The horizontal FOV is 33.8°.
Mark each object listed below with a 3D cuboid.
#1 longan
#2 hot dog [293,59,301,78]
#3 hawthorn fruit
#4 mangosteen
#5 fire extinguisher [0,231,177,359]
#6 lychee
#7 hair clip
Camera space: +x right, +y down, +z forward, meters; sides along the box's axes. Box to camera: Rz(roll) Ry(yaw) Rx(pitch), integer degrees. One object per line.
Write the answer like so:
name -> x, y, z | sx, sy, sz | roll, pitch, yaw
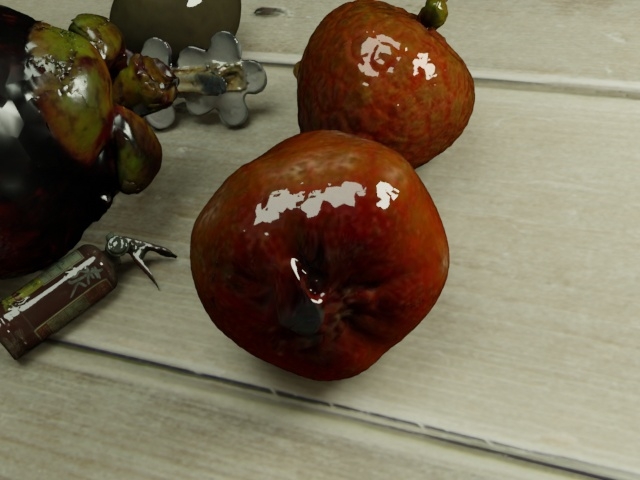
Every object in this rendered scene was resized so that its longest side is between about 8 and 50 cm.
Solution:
longan -> -0.230, -0.357, 1.670 | 0.220, 0.196, 0.196 | -28, 46, -6
hot dog -> 0.032, -0.252, 1.573 | 0.140, 0.060, 0.090 | 3, 45, 26
hawthorn fruit -> 0.009, 0.007, 1.205 | 0.295, 0.295, 0.311 | 7, 28, 25
mangosteen -> -0.421, -0.147, 1.417 | 0.421, 0.381, 0.381 | -35, 46, -26
fire extinguisher -> -0.313, 0.068, 1.401 | 0.252, 0.106, 0.075 | -36, 9, -17
lychee -> 0.093, -0.208, 1.382 | 0.300, 0.255, 0.255 | -43, 44, 12
hair clip -> -0.205, -0.236, 1.584 | 0.257, 0.146, 0.075 | 2, 28, 25
